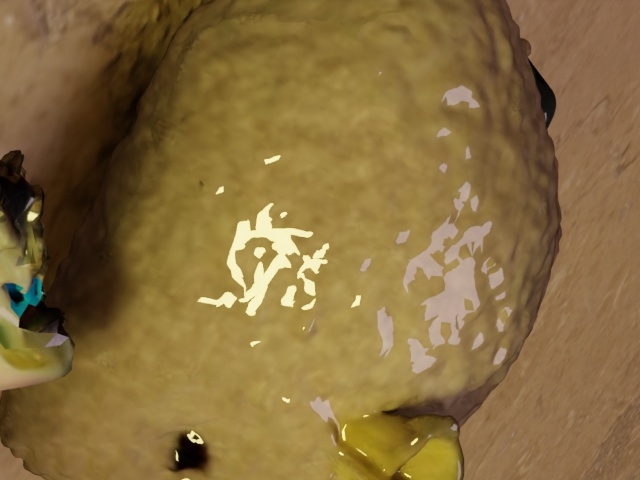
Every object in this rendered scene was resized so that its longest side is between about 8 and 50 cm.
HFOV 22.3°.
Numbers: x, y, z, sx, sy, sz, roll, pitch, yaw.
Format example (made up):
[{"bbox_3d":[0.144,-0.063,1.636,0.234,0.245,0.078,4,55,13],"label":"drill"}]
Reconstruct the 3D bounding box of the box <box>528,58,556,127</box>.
[{"bbox_3d":[0.084,-0.049,1.007,0.230,0.050,0.160,-85,-160,-76],"label":"box"}]

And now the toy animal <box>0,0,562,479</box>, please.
[{"bbox_3d":[0.004,-0.006,0.819,0.358,0.226,0.188,-61,-178,13],"label":"toy animal"}]

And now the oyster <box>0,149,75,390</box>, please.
[{"bbox_3d":[-0.185,0.041,0.666,0.198,0.092,0.259,-46,161,6],"label":"oyster"}]
